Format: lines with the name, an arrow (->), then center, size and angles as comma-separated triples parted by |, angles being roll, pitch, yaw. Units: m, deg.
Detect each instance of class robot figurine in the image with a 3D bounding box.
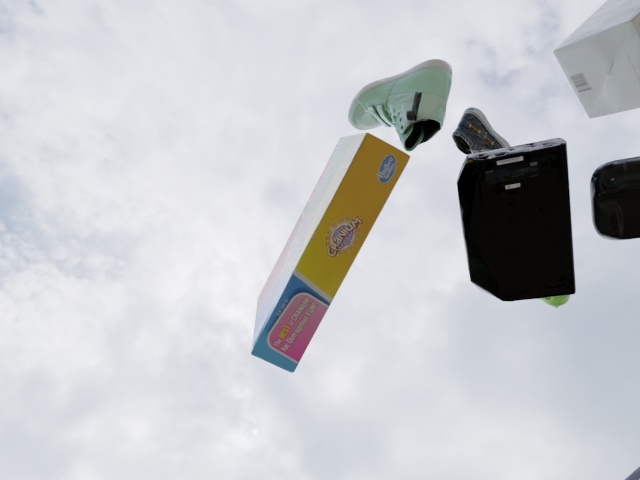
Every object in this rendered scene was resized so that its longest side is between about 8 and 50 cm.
robot figurine -> 0.548, 0.108, 1.121 | 0.101, 0.067, 0.115 | -40, -41, -16

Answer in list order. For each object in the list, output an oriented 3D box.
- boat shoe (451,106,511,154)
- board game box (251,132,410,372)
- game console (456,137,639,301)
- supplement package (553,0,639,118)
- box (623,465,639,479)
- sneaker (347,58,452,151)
boat shoe -> 0.377, -0.221, 1.129 | 0.183, 0.065, 0.083 | 39, -101, -26
board game box -> 0.000, 0.000, 0.710 | 0.064, 0.242, 0.316 | 27, -84, -10
game console -> 0.367, -0.034, 0.611 | 0.362, 0.044, 0.213 | -8, -67, 16
supplement package -> 0.729, -0.451, 1.097 | 0.263, 0.198, 0.199 | -43, -73, -15
box -> 0.540, 0.375, 0.547 | 0.294, 0.296, 0.182 | -35, -70, -7
sneaker -> 0.137, -0.238, 0.945 | 0.094, 0.256, 0.150 | 25, -114, -33
